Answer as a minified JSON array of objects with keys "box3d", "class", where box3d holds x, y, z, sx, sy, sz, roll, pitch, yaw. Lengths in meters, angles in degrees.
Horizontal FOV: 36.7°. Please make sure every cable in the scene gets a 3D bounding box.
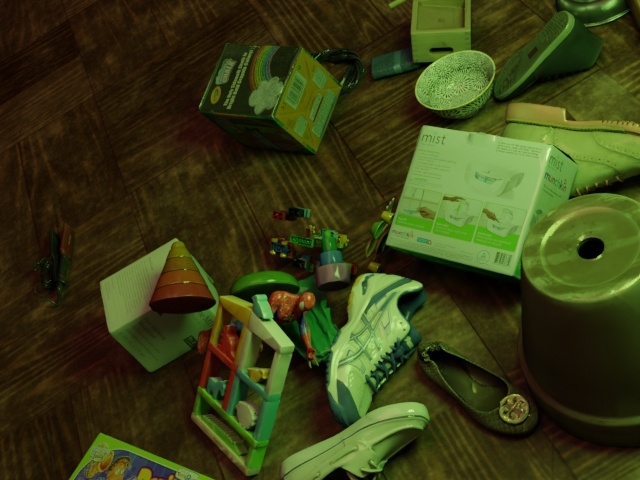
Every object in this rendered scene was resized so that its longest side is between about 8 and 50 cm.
[{"box3d":[0.022,-0.401,2.246,0.150,0.047,0.184,-30,42,4],"class":"cable"}]

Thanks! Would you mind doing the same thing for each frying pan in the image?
[{"box3d":[0.635,-0.518,1.988,0.326,0.053,0.197,10,59,40],"class":"frying pan"}]

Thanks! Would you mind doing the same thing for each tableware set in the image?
[{"box3d":[0.111,0.003,1.757,0.024,0.154,0.104,27,52,15],"class":"tableware set"}]

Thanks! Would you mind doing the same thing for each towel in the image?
[{"box3d":[0.173,-0.397,2.165,0.119,0.029,0.067,-11,46,21],"class":"towel"}]

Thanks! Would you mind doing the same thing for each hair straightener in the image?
[{"box3d":[-0.616,0.062,2.220,0.089,0.047,0.230,-22,48,12],"class":"hair straightener"}]

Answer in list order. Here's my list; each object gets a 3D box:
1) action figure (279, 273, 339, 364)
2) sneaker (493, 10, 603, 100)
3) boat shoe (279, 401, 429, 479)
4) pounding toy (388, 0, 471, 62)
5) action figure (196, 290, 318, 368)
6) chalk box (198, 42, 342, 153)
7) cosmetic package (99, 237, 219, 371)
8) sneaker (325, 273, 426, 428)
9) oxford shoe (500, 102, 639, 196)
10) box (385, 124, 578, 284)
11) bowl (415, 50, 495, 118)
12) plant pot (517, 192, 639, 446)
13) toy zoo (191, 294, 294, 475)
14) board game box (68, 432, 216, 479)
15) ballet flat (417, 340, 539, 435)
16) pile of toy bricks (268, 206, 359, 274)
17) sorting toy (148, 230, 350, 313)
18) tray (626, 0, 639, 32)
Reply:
[{"box3d":[-0.015,0.162,1.745,0.137,0.063,0.232,-35,39,-5],"class":"action figure"},{"box3d":[0.454,-0.342,1.919,0.222,0.118,0.083,-44,35,34],"class":"sneaker"},{"box3d":[0.057,0.345,1.515,0.267,0.096,0.088,-26,47,10],"class":"boat shoe"},{"box3d":[0.243,-0.488,2.138,0.181,0.094,0.206,-1,49,10],"class":"pounding toy"},{"box3d":[-0.103,0.180,1.709,0.280,0.091,0.139,-32,54,39],"class":"action figure"},{"box3d":[-0.134,-0.318,2.146,0.289,0.179,0.180,12,75,38],"class":"chalk box"},{"box3d":[-0.307,0.127,1.888,0.184,0.151,0.151,-30,43,5],"class":"cosmetic package"},{"box3d":[0.099,0.178,1.629,0.131,0.112,0.296,1,56,24],"class":"sneaker"},{"box3d":[0.496,-0.136,1.689,0.397,0.140,0.146,17,91,37],"class":"oxford shoe"},{"box3d":[0.275,-0.062,1.668,0.262,0.127,0.231,13,84,39],"class":"box"},{"box3d":[0.286,-0.302,1.972,0.170,0.080,0.170,-17,45,18],"class":"bowl"},{"box3d":[0.420,0.092,1.390,0.323,0.280,0.323,-16,46,17],"class":"plant pot"},{"box3d":[-0.133,0.225,1.647,0.192,0.030,0.293,32,114,45],"class":"toy zoo"},{"box3d":[-0.303,0.484,1.616,0.347,0.078,0.233,10,58,37],"class":"board game box"},{"box3d":[0.242,0.227,1.535,0.084,0.058,0.250,-44,44,-10],"class":"ballet flat"},{"box3d":[0.000,0.000,1.865,0.212,0.105,0.118,16,102,46],"class":"pile of toy bricks"},{"box3d":[-0.131,0.044,1.741,0.366,0.127,0.126,-8,71,0],"class":"sorting toy"},{"box3d":[0.700,-0.522,1.887,0.203,0.076,0.411,-13,50,10],"class":"tray"}]
